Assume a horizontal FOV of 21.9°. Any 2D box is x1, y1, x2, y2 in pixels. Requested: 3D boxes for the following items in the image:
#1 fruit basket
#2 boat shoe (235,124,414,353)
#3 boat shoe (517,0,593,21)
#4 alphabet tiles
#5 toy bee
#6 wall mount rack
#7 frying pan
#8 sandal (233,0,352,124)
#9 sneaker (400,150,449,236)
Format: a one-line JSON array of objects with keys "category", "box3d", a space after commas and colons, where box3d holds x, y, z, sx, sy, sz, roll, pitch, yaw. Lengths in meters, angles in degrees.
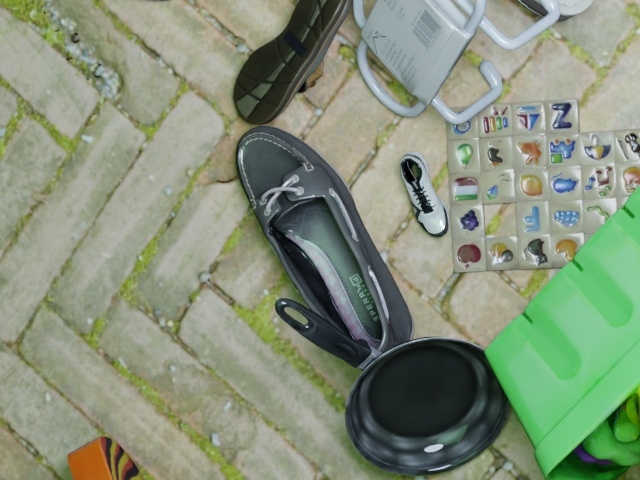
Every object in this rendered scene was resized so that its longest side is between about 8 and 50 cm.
[{"category": "fruit basket", "box3d": [0.405, 0.147, 1.763, 0.392, 0.283, 0.392, -5, 79, 27]}, {"category": "boat shoe", "box3d": [0.000, 0.000, 1.982, 0.112, 0.095, 0.335, -36, 82, 15]}, {"category": "boat shoe", "box3d": [0.187, -0.371, 1.913, 0.116, 0.096, 0.324, -39, 82, -26]}, {"category": "alphabet tiles", "box3d": [0.268, -0.066, 1.944, 0.237, 0.009, 0.198, -3, 91, 17]}, {"category": "toy bee", "box3d": [-0.234, 0.401, 2.057, 0.195, 0.162, 0.298, -8, 65, 25]}, {"category": "wall mount rack", "box3d": [0.112, -0.298, 1.866, 0.130, 0.350, 0.304, -38, 83, -22]}, {"category": "frying pan", "box3d": [0.065, 0.173, 1.916, 0.326, 0.053, 0.197, 15, 116, -17]}, {"category": "sandal", "box3d": [-0.025, -0.223, 1.998, 0.219, 0.060, 0.090, -53, 51, 23]}, {"category": "sneaker", "box3d": [0.120, -0.053, 1.972, 0.040, 0.044, 0.109, -25, 86, 14]}]
